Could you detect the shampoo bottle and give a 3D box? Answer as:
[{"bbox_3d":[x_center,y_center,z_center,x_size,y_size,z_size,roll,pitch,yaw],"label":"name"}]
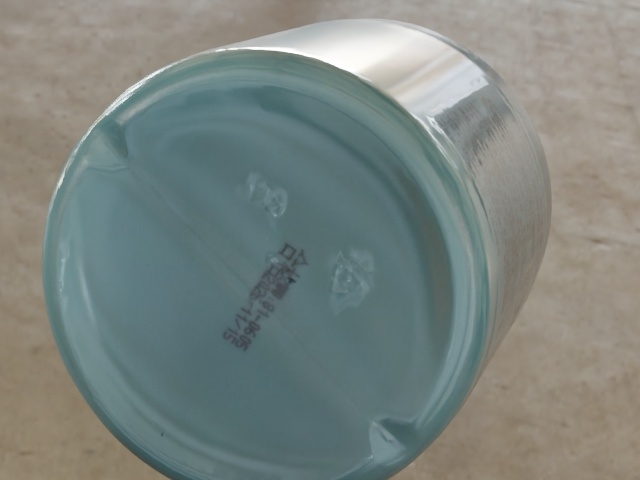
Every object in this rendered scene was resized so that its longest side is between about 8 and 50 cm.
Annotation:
[{"bbox_3d":[0.000,0.000,1.030,0.331,0.331,0.342,15,16,12],"label":"shampoo bottle"}]
